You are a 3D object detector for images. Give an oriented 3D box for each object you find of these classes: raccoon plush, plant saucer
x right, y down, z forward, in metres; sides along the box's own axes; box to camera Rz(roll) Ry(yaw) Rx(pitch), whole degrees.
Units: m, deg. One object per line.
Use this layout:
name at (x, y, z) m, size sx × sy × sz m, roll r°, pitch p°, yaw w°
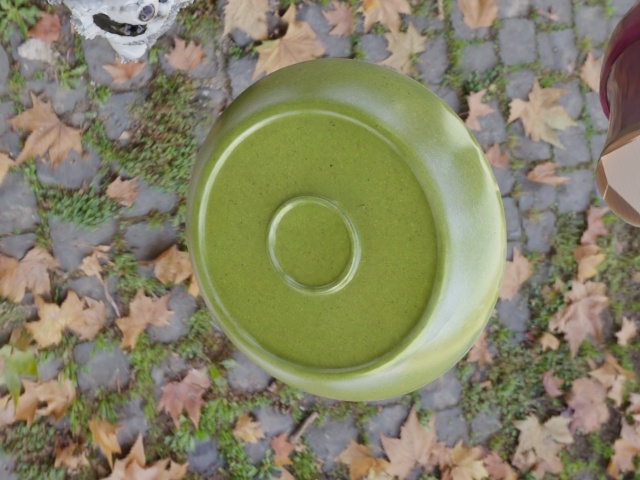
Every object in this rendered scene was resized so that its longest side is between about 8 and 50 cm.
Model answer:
raccoon plush at (-0.350, -0.464, 1.000) m, size 0.216 × 0.299 × 0.446 m, roll -31°, pitch 65°, yaw 17°
plant saucer at (0.000, 0.000, 0.481) m, size 0.037 × 0.241 × 0.240 m, roll -21°, pitch 100°, yaw -62°

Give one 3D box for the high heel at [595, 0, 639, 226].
high heel at (0.304, -0.099, 0.277) m, size 0.181 × 0.377 × 0.127 m, roll -58°, pitch 136°, yaw -43°
